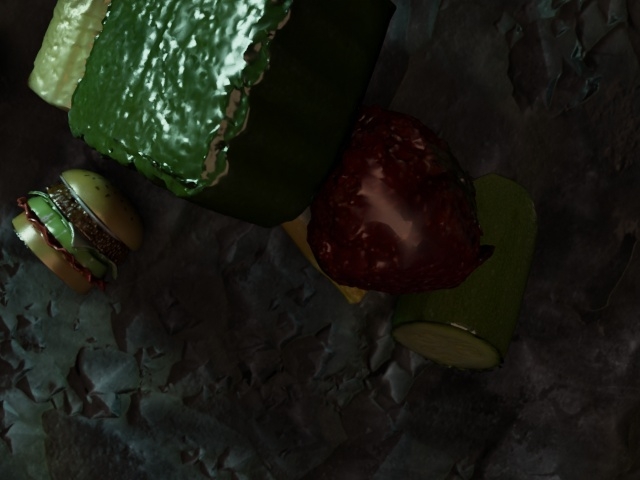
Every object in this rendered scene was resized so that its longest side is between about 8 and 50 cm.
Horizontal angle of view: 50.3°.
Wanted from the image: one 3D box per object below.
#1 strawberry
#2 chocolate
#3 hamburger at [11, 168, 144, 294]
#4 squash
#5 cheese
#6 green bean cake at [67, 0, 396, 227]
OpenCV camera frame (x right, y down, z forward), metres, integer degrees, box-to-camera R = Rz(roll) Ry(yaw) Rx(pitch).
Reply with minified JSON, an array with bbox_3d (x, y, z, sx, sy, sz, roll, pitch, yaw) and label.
[{"bbox_3d":[0.087,-0.040,0.896,0.220,0.274,0.274,-30,105,19],"label":"strawberry"},{"bbox_3d":[0.000,0.000,1.002,0.085,0.085,0.219,-31,108,4],"label":"chocolate"},{"bbox_3d":[-0.320,-0.020,0.931,0.137,0.175,0.175,-42,103,-6],"label":"hamburger"},{"bbox_3d":[0.227,0.051,1.055,0.189,0.189,0.260,23,66,-9],"label":"squash"},{"bbox_3d":[-0.305,-0.250,0.899,0.123,0.094,0.167,28,100,15],"label":"cheese"},{"bbox_3d":[-0.107,-0.201,0.804,0.218,0.335,0.319,21,100,-50],"label":"green bean cake"}]
